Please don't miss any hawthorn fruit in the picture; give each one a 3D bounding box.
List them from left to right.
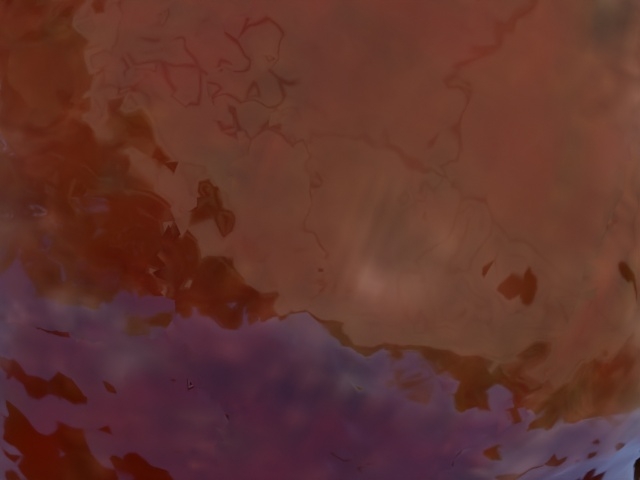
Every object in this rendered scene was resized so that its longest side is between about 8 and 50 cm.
[{"bbox_3d":[0.000,0.000,0.468,0.284,0.284,0.284,27,-144,-22],"label":"hawthorn fruit"}]
